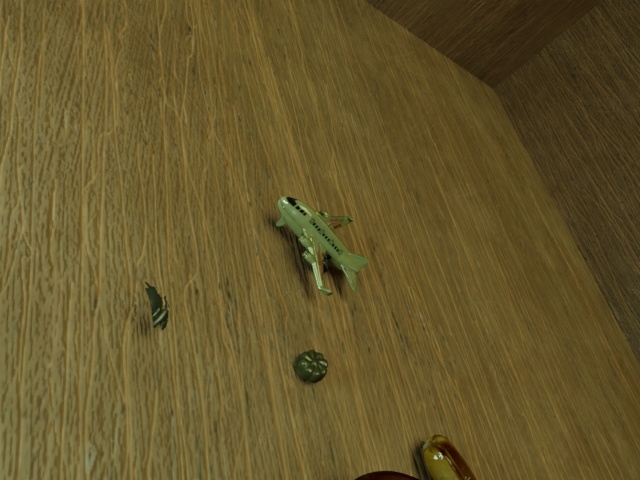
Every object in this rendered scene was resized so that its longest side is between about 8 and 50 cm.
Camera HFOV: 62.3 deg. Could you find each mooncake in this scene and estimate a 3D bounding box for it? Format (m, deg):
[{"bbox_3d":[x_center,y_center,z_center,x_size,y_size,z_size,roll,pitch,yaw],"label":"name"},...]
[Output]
[{"bbox_3d":[-0.131,0.159,0.853,0.346,0.057,0.150,17,35,-46],"label":"mooncake"}]

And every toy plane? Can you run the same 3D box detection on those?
[{"bbox_3d":[0.000,0.000,1.088,0.244,0.092,0.229,38,40,-16],"label":"toy plane"}]

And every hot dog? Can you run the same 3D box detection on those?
[{"bbox_3d":[0.267,0.485,0.984,0.250,0.076,0.104,58,17,2],"label":"hot dog"}]

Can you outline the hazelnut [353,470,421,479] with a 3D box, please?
[{"bbox_3d":[0.112,0.423,0.754,0.208,0.208,0.208,28,42,-29],"label":"hazelnut"}]
